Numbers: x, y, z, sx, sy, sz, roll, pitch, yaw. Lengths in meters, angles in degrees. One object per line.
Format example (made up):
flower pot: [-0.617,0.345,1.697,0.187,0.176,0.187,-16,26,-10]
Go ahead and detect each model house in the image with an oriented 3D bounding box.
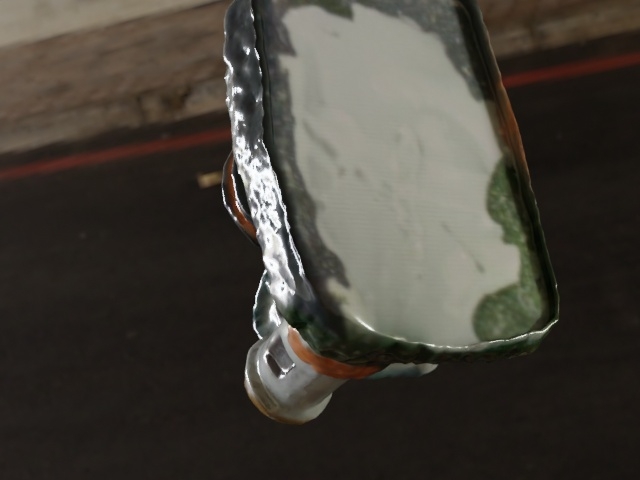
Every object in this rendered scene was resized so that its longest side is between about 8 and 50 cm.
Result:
model house: [0.000,0.000,1.052,0.190,0.271,0.301,-3,-24,-24]
